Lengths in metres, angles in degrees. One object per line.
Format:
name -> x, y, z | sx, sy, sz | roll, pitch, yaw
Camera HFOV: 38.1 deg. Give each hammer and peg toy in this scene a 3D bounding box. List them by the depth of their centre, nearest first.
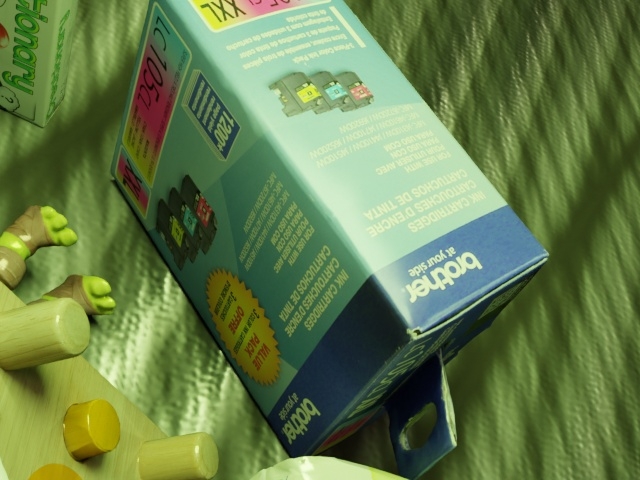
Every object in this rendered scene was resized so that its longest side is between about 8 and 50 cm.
hammer and peg toy -> -0.171, 0.234, 0.547 | 0.127, 0.266, 0.361 | -13, 50, 16

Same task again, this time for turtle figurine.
turtle figurine -> -0.263, 0.085, 0.714 | 0.269, 0.087, 0.217 | 55, 48, -10

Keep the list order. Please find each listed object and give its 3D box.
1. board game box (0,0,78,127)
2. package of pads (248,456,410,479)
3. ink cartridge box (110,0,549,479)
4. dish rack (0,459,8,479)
board game box -> -0.298, -0.240, 0.774 | 0.193, 0.305, 0.053 | 25, 55, -5
package of pads -> 0.074, 0.292, 0.661 | 0.296, 0.101, 0.229 | 23, 51, -29
ink cartridge box -> 0.000, 0.000, 0.760 | 0.151, 0.270, 0.395 | -27, 71, -32
dish rack -> -0.271, 0.177, 0.332 | 0.332, 0.072, 0.285 | -10, 48, -34
